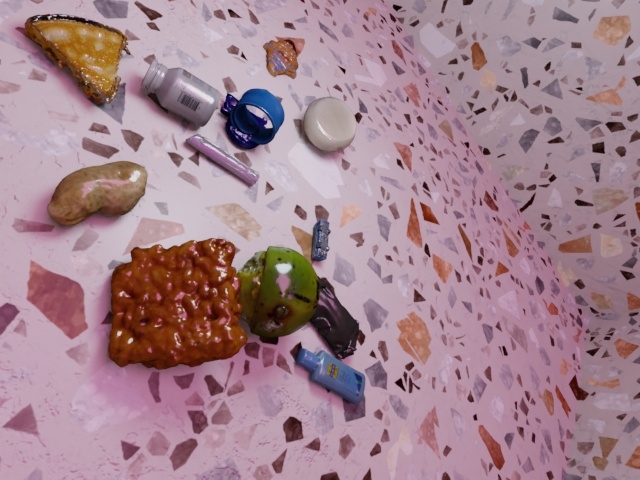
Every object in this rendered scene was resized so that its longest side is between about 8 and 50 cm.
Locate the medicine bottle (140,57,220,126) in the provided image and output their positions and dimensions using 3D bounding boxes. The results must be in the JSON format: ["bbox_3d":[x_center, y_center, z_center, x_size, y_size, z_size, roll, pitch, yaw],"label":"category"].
[{"bbox_3d":[-0.440,-0.466,1.267,0.215,0.135,0.135,27,54,-30],"label":"medicine bottle"}]

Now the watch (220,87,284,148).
[{"bbox_3d":[-0.231,-0.429,1.391,0.196,0.200,0.171,32,54,-30],"label":"watch"}]

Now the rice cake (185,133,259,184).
[{"bbox_3d":[-0.317,-0.268,1.334,0.270,0.055,0.049,33,55,-27],"label":"rice cake"}]

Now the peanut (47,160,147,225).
[{"bbox_3d":[-0.550,-0.121,1.009,0.253,0.122,0.137,-25,95,-43],"label":"peanut"}]

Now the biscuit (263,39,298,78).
[{"bbox_3d":[-0.162,-0.800,1.755,0.183,0.043,0.280,40,51,-23],"label":"biscuit"}]

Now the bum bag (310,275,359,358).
[{"bbox_3d":[0.028,0.247,1.364,0.142,0.080,0.326,-41,101,-37],"label":"bum bag"}]

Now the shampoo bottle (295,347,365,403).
[{"bbox_3d":[0.033,0.424,1.286,0.258,0.061,0.103,36,50,-22],"label":"shampoo bottle"}]

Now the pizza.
[{"bbox_3d":[-0.645,-0.531,1.166,0.287,0.074,0.251,51,46,-10],"label":"pizza"}]

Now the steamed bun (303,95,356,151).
[{"bbox_3d":[0.029,-0.472,1.675,0.232,0.145,0.231,8,73,-27],"label":"steamed bun"}]

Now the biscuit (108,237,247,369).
[{"bbox_3d":[-0.350,0.152,0.990,0.318,0.110,0.312,-6,68,-8],"label":"biscuit"}]

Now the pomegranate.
[{"bbox_3d":[-0.124,0.132,1.178,0.260,0.260,0.340,44,19,-15],"label":"pomegranate"}]

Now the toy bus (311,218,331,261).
[{"bbox_3d":[0.000,0.000,1.471,0.051,0.061,0.153,23,57,-33],"label":"toy bus"}]
